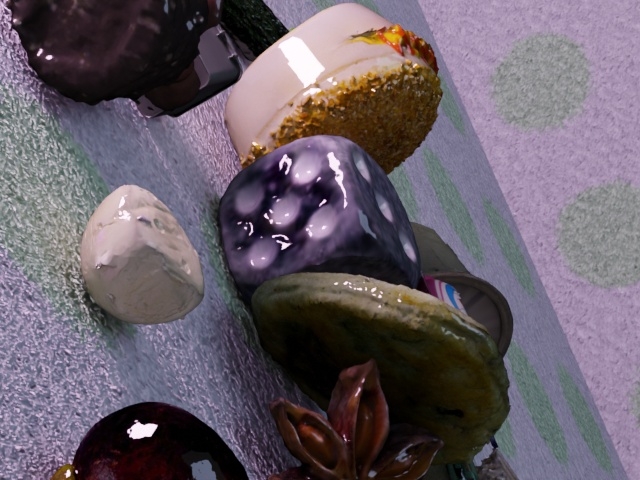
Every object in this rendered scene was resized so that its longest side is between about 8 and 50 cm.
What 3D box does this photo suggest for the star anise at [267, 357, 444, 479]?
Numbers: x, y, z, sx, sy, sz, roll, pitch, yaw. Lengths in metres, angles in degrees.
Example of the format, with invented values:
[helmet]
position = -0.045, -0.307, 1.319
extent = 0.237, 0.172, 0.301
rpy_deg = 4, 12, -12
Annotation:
[star anise]
position = 0.031, 0.229, 1.533
extent = 0.214, 0.099, 0.220
rpy_deg = -10, 97, -40

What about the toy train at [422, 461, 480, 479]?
[toy train]
position = 0.112, 0.255, 1.789
extent = 0.159, 0.129, 0.326
rpy_deg = 47, 21, -62

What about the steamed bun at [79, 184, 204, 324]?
[steamed bun]
position = -0.166, 0.017, 1.330
extent = 0.130, 0.091, 0.112
rpy_deg = 48, 19, -48

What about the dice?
[dice]
position = 0.000, 0.000, 1.729
extent = 0.182, 0.181, 0.183
rpy_deg = 42, 27, -52

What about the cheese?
[cheese]
position = 0.172, 0.143, 1.846
extent = 0.155, 0.062, 0.244
rpy_deg = 37, 30, -79

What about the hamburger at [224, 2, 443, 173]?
[hamburger]
position = 0.022, -0.161, 1.883
extent = 0.179, 0.294, 0.276
rpy_deg = 52, -2, 21

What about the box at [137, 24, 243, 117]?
[box]
position = -0.158, -0.189, 1.660
extent = 0.084, 0.122, 0.069
rpy_deg = 62, 27, -1

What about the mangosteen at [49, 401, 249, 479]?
[mangosteen]
position = -0.128, 0.197, 1.103
extent = 0.152, 0.152, 0.152
rpy_deg = 55, 17, -27

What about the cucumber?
[cucumber]
position = -0.125, -0.335, 2.076
extent = 0.265, 0.077, 0.077
rpy_deg = 47, 22, -49

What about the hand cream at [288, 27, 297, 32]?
[hand cream]
position = -0.019, -0.306, 2.471
extent = 0.122, 0.023, 0.036
rpy_deg = 50, 9, -44

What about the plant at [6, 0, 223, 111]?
[plant]
position = -0.194, -0.232, 1.488
extent = 0.204, 0.178, 0.234
rpy_deg = 62, 21, -1

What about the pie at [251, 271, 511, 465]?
[pie]
position = 0.059, 0.133, 1.599
extent = 0.323, 0.323, 0.070
rpy_deg = 52, 52, -36

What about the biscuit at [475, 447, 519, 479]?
[biscuit]
position = 0.244, 0.385, 2.034
extent = 0.239, 0.108, 0.062
rpy_deg = 54, 23, -32

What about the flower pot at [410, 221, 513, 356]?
[flower pot]
position = 0.138, 0.082, 2.037
extent = 0.212, 0.212, 0.202
rpy_deg = 53, 11, -33
